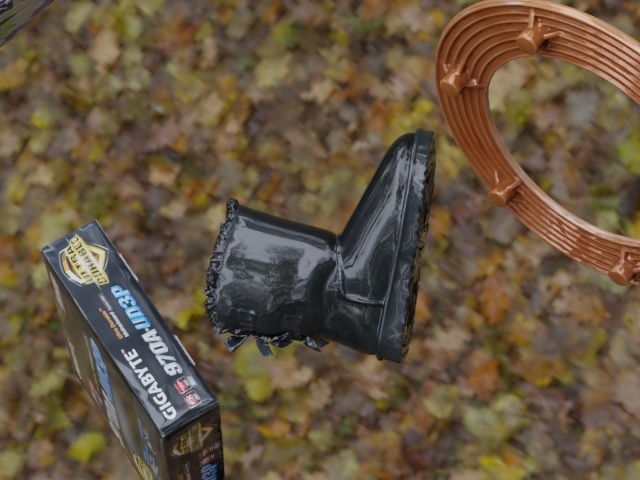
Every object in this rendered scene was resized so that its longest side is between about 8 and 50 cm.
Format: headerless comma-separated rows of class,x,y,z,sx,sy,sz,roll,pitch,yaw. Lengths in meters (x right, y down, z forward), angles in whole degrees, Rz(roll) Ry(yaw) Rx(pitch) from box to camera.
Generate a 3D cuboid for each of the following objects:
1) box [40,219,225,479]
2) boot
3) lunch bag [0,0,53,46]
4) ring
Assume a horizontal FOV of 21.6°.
box,-0.137,0.110,1.276,0.051,0.220,0.175,-29,67,-16
boot,0.000,0.000,0.803,0.099,0.045,0.121,11,99,11
lunch bag,-0.272,-0.192,1.280,0.176,0.090,0.219,-37,6,-37
ring,0.232,-0.074,1.495,0.336,0.337,0.032,20,57,39
